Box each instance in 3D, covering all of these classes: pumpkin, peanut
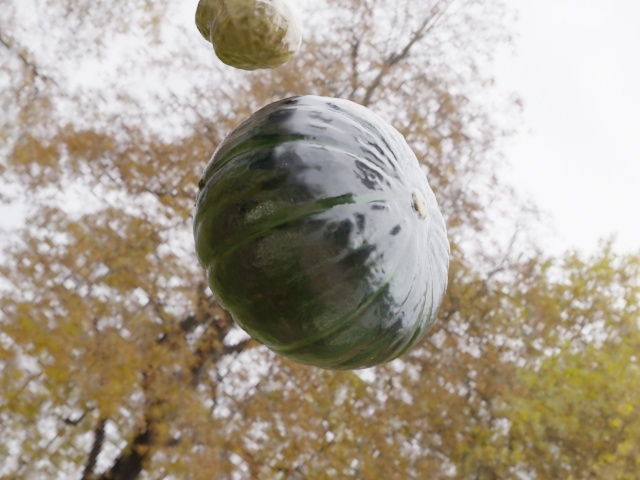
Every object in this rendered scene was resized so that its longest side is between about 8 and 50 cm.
[{"bbox_3d":[0.000,0.000,0.921,0.250,0.250,0.216,45,-53,-10],"label":"pumpkin"},{"bbox_3d":[-0.099,-0.274,1.358,0.095,0.108,0.226,43,0,-34],"label":"peanut"}]
